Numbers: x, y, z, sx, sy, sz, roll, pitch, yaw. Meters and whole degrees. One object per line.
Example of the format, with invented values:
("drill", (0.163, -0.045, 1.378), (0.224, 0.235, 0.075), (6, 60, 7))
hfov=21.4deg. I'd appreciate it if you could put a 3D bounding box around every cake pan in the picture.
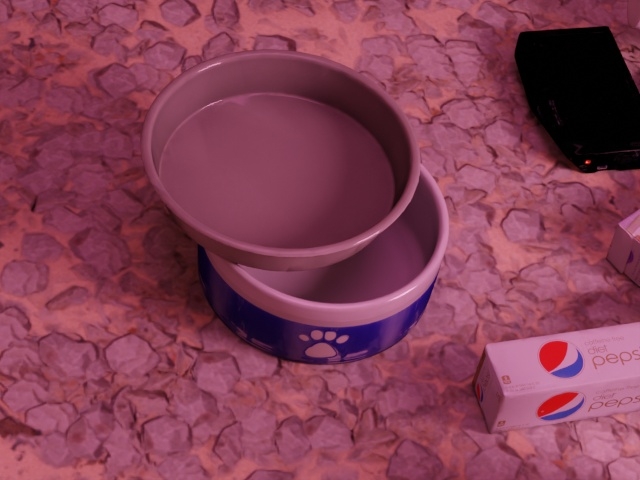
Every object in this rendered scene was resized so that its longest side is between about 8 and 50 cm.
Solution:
("cake pan", (-0.043, -0.082, 1.780), (0.293, 0.054, 0.293), (4, 50, -5))

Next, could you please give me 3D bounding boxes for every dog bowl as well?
("dog bowl", (0.000, 0.000, 1.823), (0.265, 0.104, 0.265), (5, 50, -6))

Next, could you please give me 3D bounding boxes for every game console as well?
("game console", (0.429, -0.185, 2.083), (0.361, 0.044, 0.213), (-6, 52, -14))

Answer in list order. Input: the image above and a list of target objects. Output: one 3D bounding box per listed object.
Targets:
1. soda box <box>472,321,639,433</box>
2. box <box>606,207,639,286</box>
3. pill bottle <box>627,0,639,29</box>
("soda box", (0.273, 0.140, 1.768), (0.216, 0.074, 0.069), (-7, 52, -15))
("box", (0.463, -0.053, 1.965), (0.324, 0.067, 0.063), (-32, 62, -29))
("pill bottle", (0.493, -0.284, 2.083), (0.215, 0.117, 0.117), (9, 50, -8))
